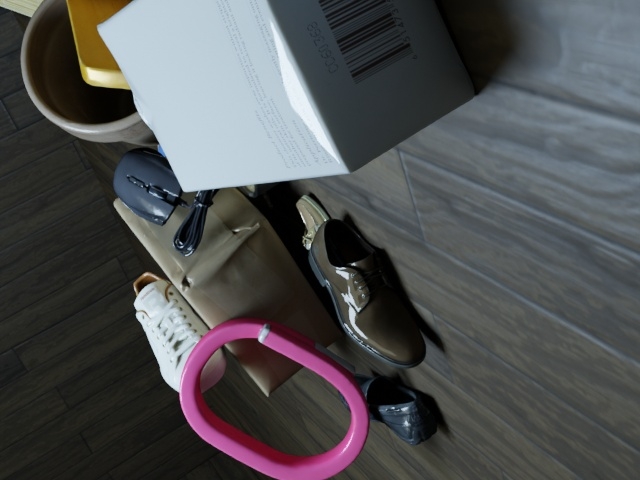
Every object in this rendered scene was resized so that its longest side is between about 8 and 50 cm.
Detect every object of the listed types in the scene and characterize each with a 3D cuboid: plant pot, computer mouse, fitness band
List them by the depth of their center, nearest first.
[{"bbox_3d":[-0.065,0.238,1.288,0.291,0.209,0.054,31,-169,-8],"label":"fitness band"},{"bbox_3d":[-0.231,-0.109,1.291,0.060,0.184,0.262,17,-165,-43],"label":"computer mouse"},{"bbox_3d":[-0.294,-0.253,1.367,0.263,0.263,0.229,53,180,18],"label":"plant pot"}]

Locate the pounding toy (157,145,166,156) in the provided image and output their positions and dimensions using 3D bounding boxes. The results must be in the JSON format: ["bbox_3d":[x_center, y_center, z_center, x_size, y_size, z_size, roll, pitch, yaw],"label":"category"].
[{"bbox_3d":[-0.251,-0.133,1.619,0.130,0.100,0.141,55,162,16],"label":"pounding toy"}]

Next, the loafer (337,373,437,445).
[{"bbox_3d":[0.095,0.238,1.333,0.223,0.076,0.078,16,129,59],"label":"loafer"}]

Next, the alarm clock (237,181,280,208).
[{"bbox_3d":[-0.110,-0.144,1.274,0.129,0.064,0.192,44,161,40],"label":"alarm clock"}]

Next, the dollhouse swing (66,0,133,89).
[{"bbox_3d":[-0.361,-0.377,1.053,0.346,0.305,0.315,94,161,-46],"label":"dollhouse swing"}]

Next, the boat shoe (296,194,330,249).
[{"bbox_3d":[0.000,0.000,1.239,0.135,0.045,0.050,58,163,3],"label":"boat shoe"}]

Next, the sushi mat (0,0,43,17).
[{"bbox_3d":[-0.429,-0.397,1.510,0.317,0.019,0.151,20,159,-4],"label":"sushi mat"}]

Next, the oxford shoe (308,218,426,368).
[{"bbox_3d":[0.058,0.066,1.132,0.227,0.083,0.096,51,157,20],"label":"oxford shoe"}]

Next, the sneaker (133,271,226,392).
[{"bbox_3d":[-0.246,0.143,1.411,0.123,0.106,0.290,54,173,-33],"label":"sneaker"}]

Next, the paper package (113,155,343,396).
[{"bbox_3d":[-0.152,0.046,1.438,0.309,0.168,0.324,43,169,45],"label":"paper package"}]

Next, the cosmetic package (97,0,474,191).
[{"bbox_3d":[-0.057,-0.176,0.851,0.385,0.156,0.217,6,125,61],"label":"cosmetic package"}]
